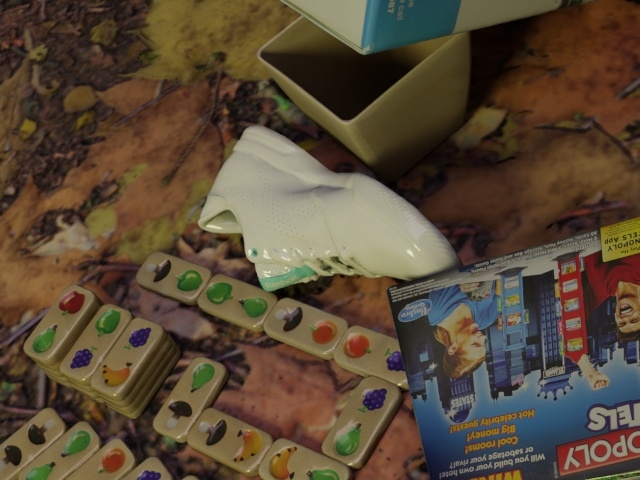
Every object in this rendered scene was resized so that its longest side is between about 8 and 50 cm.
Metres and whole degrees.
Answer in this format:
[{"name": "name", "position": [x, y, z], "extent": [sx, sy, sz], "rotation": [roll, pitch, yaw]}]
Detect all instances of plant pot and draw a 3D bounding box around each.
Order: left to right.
[{"name": "plant pot", "position": [0.041, -0.107, 0.837], "extent": [0.109, 0.096, 0.109], "rotation": [-40, 50, -9]}]

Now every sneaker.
[{"name": "sneaker", "position": [0.000, 0.000, 0.797], "extent": [0.212, 0.080, 0.094], "rotation": [27, 76, 45]}]

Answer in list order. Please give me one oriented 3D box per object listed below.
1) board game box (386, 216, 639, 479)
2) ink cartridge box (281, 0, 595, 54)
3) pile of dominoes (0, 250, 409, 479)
[{"name": "board game box", "position": [0.129, 0.097, 0.649], "extent": [0.194, 0.060, 0.194], "rotation": [-17, 53, 29]}, {"name": "ink cartridge box", "position": [0.121, -0.267, 0.765], "extent": [0.307, 0.223, 0.129], "rotation": [-18, 41, -34]}, {"name": "pile of dominoes", "position": [-0.086, 0.102, 0.768], "extent": [0.251, 0.040, 0.196], "rotation": [18, 63, 33]}]
